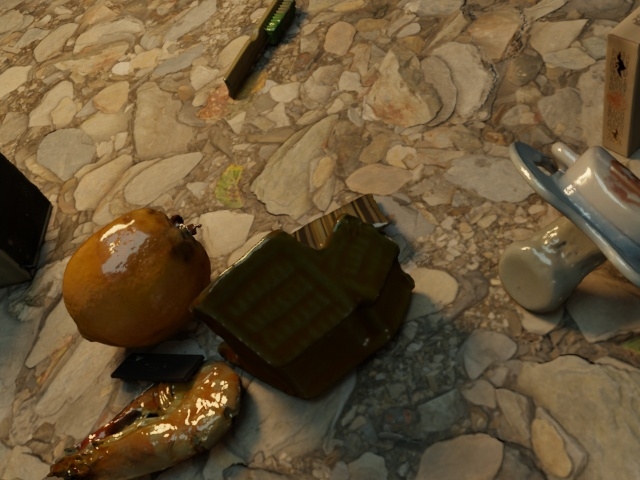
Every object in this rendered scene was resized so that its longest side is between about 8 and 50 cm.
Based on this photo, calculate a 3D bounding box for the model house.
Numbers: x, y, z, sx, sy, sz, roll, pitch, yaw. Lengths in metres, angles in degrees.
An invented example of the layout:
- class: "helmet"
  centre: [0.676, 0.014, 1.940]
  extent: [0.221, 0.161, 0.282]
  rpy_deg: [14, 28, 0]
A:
- class: "model house"
  centre: [-0.031, 0.061, 0.772]
  extent: [0.268, 0.239, 0.173]
  rpy_deg: [-40, 50, -8]

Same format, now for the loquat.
- class: "loquat"
  centre: [-0.261, 0.054, 0.901]
  extent: [0.234, 0.187, 0.176]
  rpy_deg: [-43, 43, -2]

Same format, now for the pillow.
- class: "pillow"
  centre: [0.000, 0.000, 0.923]
  extent: [0.203, 0.038, 0.113]
  rpy_deg: [-27, 27, 4]

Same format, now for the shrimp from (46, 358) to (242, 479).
- class: "shrimp"
  centre: [-0.238, 0.251, 0.835]
  extent: [0.294, 0.062, 0.154]
  rpy_deg: [-24, 37, 1]

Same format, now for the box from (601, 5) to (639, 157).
- class: "box"
  centre: [0.524, -0.297, 0.839]
  extent: [0.365, 0.204, 0.051]
  rpy_deg: [-41, 51, -10]

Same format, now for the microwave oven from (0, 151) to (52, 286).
- class: "microwave oven"
  centre: [-0.688, -0.084, 1.070]
  extent: [0.286, 0.355, 0.218]
  rpy_deg: [-15, 51, 12]

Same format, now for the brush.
- class: "brush"
  centre: [-0.120, -0.407, 1.281]
  extent: [0.048, 0.054, 0.282]
  rpy_deg: [17, 62, 17]

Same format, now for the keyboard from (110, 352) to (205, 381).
- class: "keyboard"
  centre: [-0.233, 0.180, 0.884]
  extent: [0.155, 0.010, 0.053]
  rpy_deg: [-5, 29, 34]

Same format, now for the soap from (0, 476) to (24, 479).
- class: "soap"
  centre: [-0.322, 0.362, 0.503]
  extent: [0.350, 0.435, 0.213]
  rpy_deg: [-33, 52, 11]

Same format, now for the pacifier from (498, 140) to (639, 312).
- class: "pacifier"
  centre: [0.308, 0.008, 0.746]
  extent: [0.279, 0.227, 0.207]
  rpy_deg: [50, 116, 21]
